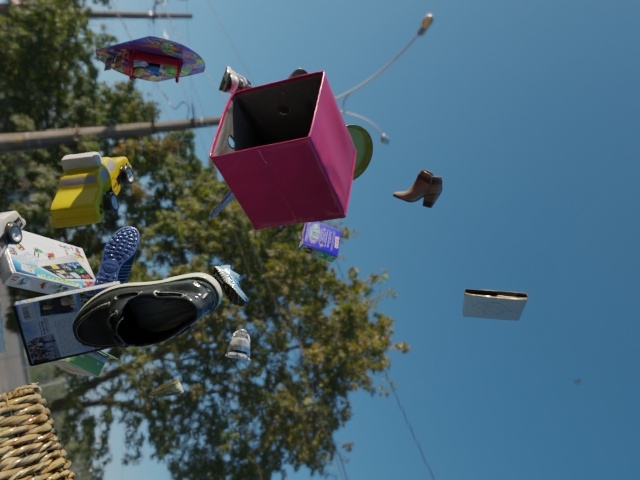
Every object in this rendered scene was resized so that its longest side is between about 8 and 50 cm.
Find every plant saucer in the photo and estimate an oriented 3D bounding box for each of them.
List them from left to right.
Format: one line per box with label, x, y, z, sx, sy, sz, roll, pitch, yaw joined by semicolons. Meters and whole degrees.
plant saucer;0.101;-0.347;2.459;0.037;0.241;0.241;38;-50;49

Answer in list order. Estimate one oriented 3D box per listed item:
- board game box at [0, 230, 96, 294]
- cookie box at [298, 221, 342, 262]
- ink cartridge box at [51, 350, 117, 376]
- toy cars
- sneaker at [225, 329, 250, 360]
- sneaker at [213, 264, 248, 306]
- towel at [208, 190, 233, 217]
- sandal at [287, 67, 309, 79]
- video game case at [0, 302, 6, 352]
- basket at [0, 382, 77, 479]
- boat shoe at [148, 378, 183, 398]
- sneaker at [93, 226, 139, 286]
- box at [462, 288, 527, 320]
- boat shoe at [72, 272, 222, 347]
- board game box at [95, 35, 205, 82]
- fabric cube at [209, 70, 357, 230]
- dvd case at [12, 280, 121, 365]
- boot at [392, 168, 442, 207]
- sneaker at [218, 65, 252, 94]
board game box;-0.792;0.070;1.787;0.053;0.305;0.193;-42;-120;12
cookie box;0.000;0.000;1.742;0.040;0.107;0.092;-47;-154;54
ink cartridge box;-0.693;0.342;1.779;0.209;0.109;0.062;-5;-125;40
toy cars;-0.458;-0.053;0.979;0.176;0.393;0.087;21;-45;39
sneaker;-0.274;0.360;2.120;0.235;0.090;0.095;136;-38;-72
sneaker;-0.268;0.134;1.942;0.162;0.073;0.063;52;-39;21
towel;-0.290;-0.235;2.340;0.040;0.336;0.243;41;-55;-5
sandal;-0.090;-0.479;2.023;0.090;0.219;0.060;38;-28;-11
video game case;-0.685;0.085;1.286;0.227;0.026;0.206;47;-44;47
basket;-0.477;0.344;0.756;0.213;0.299;0.223;-37;-105;28
boat shoe;-0.505;0.495;2.019;0.153;0.056;0.048;-27;-85;32
sneaker;-0.549;0.076;1.657;0.090;0.081;0.232;122;-13;-63
box;0.483;0.182;1.736;0.201;0.164;0.021;66;30;-65
boat shoe;-0.367;0.160;1.244;0.113;0.340;0.127;-73;149;-66
board game box;-0.268;-0.271;0.984;0.168;0.133;0.033;-2;-100;27
fabric cube;-0.079;-0.214;1.514;0.258;0.259;0.254;62;28;-44
dvd case;-0.614;0.208;1.550;0.022;0.253;0.180;-133;-144;-58
boot;0.244;-0.134;1.535;0.118;0.042;0.087;17;-69;17
sneaker;-0.232;-0.427;1.709;0.072;0.077;0.178;-64;-157;20
